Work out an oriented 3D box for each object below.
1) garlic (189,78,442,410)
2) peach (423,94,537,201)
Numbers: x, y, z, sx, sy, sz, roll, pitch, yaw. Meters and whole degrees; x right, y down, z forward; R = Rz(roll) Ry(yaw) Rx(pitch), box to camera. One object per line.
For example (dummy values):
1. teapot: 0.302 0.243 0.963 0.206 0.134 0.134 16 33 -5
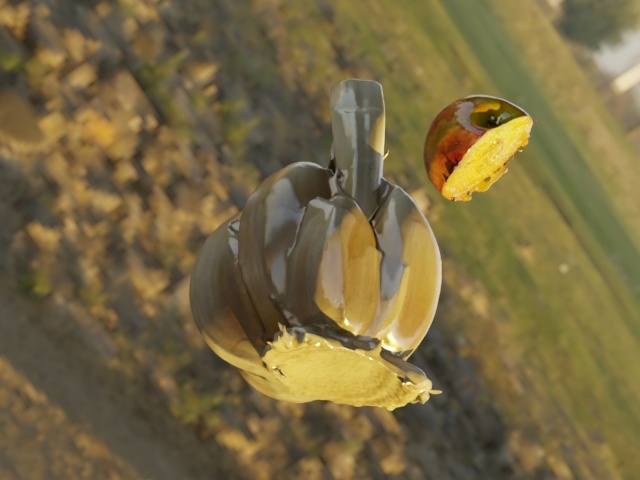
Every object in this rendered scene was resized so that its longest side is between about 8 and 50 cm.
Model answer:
1. garlic: 0.000 0.000 0.986 0.131 0.127 0.194 9 66 -22
2. peach: 0.122 -0.081 1.493 0.061 0.098 0.098 51 7 21
